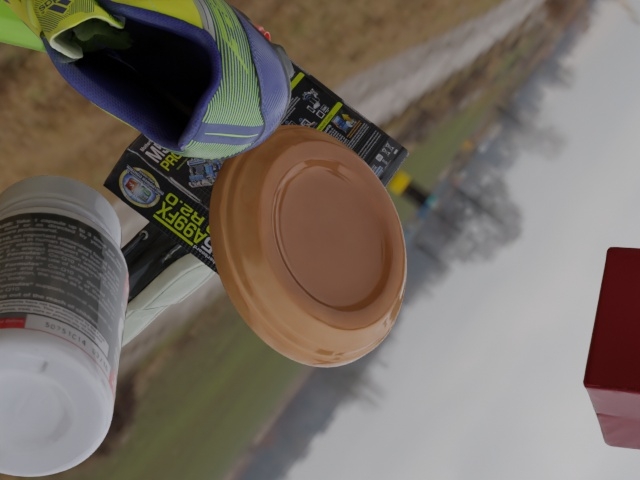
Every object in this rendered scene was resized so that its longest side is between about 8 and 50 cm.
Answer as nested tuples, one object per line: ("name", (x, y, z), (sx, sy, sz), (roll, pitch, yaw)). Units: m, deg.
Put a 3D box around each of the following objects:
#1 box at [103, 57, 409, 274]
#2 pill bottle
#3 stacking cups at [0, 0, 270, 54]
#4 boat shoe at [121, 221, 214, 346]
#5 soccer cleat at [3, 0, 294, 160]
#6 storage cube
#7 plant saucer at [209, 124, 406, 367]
("box", (-0.055, -0.071, 1.666), (0.060, 0.216, 0.270), (-52, -178, 40))
("pill bottle", (-0.262, 0.070, 1.596), (0.161, 0.161, 0.283), (-54, -160, 29))
("stacking cups", (-0.202, -0.204, 1.534), (0.096, 0.316, 0.096), (12, 90, -81))
("boat shoe", (-0.286, 0.074, 2.219), (0.340, 0.113, 0.127), (-37, 164, 27))
("soccer cleat", (-0.143, -0.149, 1.002), (0.121, 0.289, 0.093), (-23, 147, -60))
("storage cube", (0.430, 0.132, 2.013), (0.184, 0.193, 0.215), (59, 39, -56))
("plant saucer", (0.000, 0.000, 1.361), (0.037, 0.200, 0.200), (-22, -158, 46))
